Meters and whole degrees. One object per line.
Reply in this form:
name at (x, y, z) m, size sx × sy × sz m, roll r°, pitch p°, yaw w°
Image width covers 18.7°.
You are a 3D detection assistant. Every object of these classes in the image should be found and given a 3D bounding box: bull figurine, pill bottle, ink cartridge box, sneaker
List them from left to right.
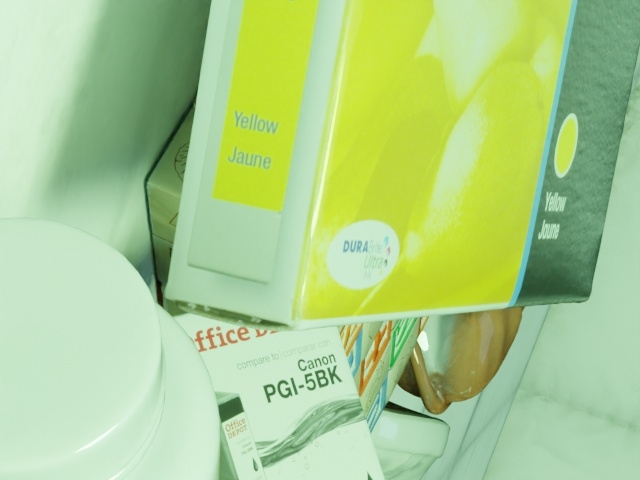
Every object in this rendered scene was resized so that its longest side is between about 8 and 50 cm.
pill bottle at (-0.091, 0.087, 0.624) m, size 0.215 × 0.117 × 0.117 m, roll 96°, pitch 20°, yaw -55°
ink cartridge box at (-0.030, 0.092, 0.773) m, size 0.099 × 0.135 × 0.056 m, roll -13°, pitch 174°, yaw -43°
sneaker at (0.021, 0.164, 1.304) m, size 0.290 × 0.106 × 0.123 m, roll 65°, pitch 46°, yaw -76°
bull figurine at (0.104, -0.029, 1.290) m, size 0.310 × 0.101 × 0.188 m, roll -74°, pitch 163°, yaw -49°
ink cartridge box at (0.061, -0.125, 0.752) m, size 0.303 × 0.072 × 0.307 m, roll -1°, pitch 104°, yaw -62°

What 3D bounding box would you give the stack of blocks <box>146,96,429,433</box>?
stack of blocks at (0.000, 0.000, 0.952) m, size 0.297 × 0.087 × 0.171 m, roll 91°, pitch 24°, yaw -60°
